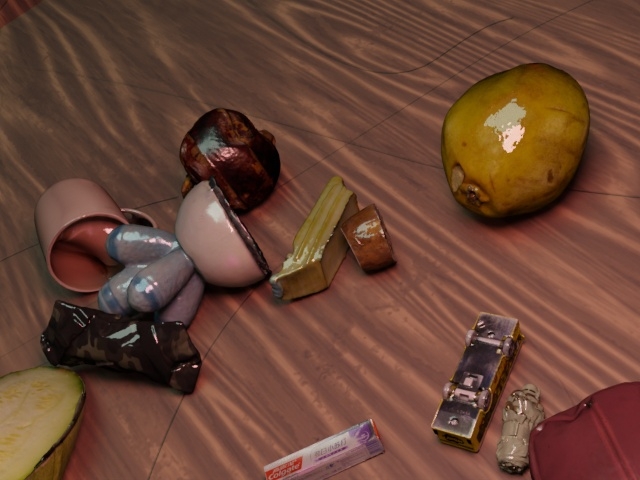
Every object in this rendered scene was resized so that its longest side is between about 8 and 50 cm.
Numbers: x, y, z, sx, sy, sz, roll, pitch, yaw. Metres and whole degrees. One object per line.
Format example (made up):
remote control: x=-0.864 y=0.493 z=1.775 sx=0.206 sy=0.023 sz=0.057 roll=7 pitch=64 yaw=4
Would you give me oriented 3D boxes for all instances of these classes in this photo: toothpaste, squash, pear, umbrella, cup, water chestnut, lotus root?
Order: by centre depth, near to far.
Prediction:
umbrella: x=0.305 y=0.282 z=1.368 sx=0.067 sy=0.062 sz=0.144 roll=22 pitch=59 yaw=6
toothpaste: x=0.006 y=0.353 z=1.453 sx=0.196 sy=0.040 sz=0.047 roll=-24 pitch=42 yaw=2
squash: x=-0.541 y=0.330 z=1.607 sx=0.233 sy=0.210 sz=0.309 roll=3 pitch=54 yaw=13
pear: x=0.356 y=-0.186 z=1.646 sx=0.269 sy=0.269 sz=0.321 roll=9 pitch=53 yaw=31
lotus root: x=0.094 y=0.002 z=1.682 sx=0.081 sy=0.122 sz=0.112 roll=-26 pitch=52 yaw=3
water chestnut: x=-0.209 y=-0.162 z=1.912 sx=0.238 sy=0.223 sz=0.224 roll=-41 pitch=44 yaw=7
cup: x=-0.485 y=-0.026 z=1.951 sx=0.252 sy=0.192 sz=0.200 roll=-8 pitch=34 yaw=-25

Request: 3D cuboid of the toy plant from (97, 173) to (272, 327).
toy plant: x=-0.287 y=0.051 z=1.750 sx=0.332 sy=0.247 sz=0.247 roll=-32 pitch=44 yaw=-1

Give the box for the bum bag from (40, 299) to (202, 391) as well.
bum bag: x=-0.376 y=0.192 z=1.680 sx=0.340 sy=0.144 sz=0.095 roll=7 pitch=21 yaw=19

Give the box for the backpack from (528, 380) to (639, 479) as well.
backpack: x=0.409 y=0.340 z=1.170 sx=0.283 sy=0.197 sz=0.317 roll=-23 pitch=39 yaw=5

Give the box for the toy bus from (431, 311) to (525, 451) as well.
toy bus: x=0.255 y=0.222 z=1.436 sx=0.081 sy=0.074 sz=0.226 roll=8 pitch=53 yaw=31

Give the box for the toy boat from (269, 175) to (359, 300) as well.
toy boat: x=0.005 y=0.002 z=1.731 sx=0.084 sy=0.111 sz=0.276 roll=15 pitch=55 yaw=28
